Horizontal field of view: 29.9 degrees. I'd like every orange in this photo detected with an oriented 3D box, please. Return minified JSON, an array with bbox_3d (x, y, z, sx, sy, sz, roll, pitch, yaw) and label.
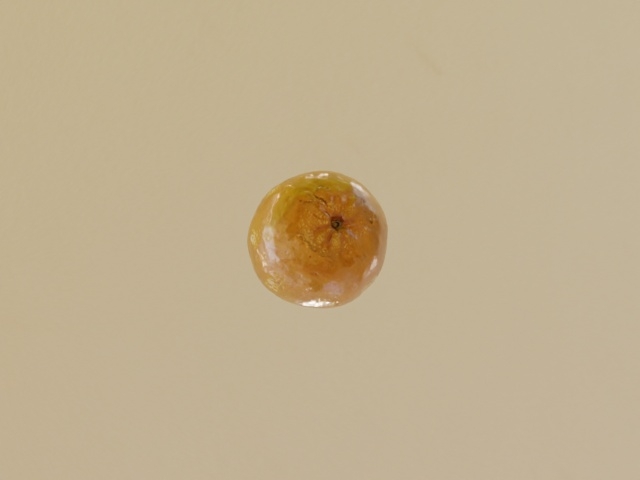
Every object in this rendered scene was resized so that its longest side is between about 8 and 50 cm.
[{"bbox_3d":[0.000,0.000,0.698,0.083,0.070,0.083,4,-99,-25],"label":"orange"}]
